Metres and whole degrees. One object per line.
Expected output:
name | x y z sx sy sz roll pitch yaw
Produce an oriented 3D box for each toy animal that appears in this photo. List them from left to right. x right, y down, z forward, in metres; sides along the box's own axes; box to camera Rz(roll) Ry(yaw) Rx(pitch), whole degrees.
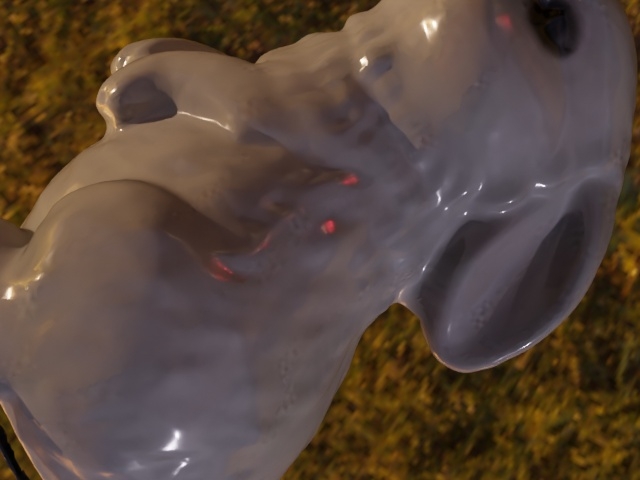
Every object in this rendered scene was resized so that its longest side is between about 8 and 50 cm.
toy animal | 0.000 0.000 0.813 0.357 0.194 0.258 -28 82 2
